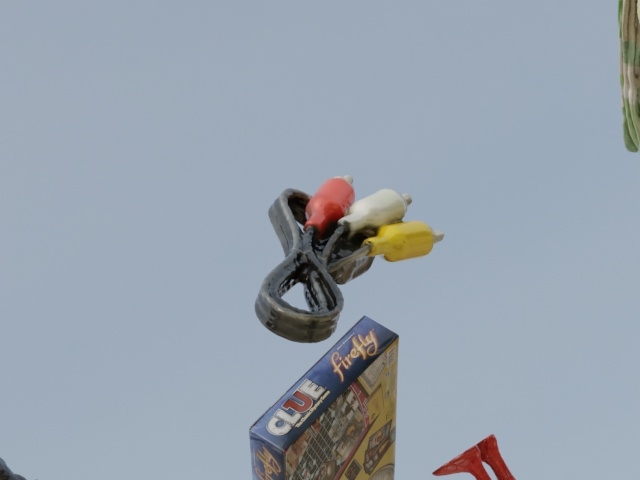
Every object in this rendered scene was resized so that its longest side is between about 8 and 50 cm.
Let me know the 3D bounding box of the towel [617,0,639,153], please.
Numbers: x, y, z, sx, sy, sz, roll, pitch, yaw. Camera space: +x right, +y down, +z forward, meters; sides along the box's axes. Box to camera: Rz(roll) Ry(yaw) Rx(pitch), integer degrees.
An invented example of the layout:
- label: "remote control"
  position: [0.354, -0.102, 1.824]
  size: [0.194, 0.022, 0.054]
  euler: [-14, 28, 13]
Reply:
- label: "towel"
  position: [0.239, -0.245, 1.297]
  size: [0.038, 0.248, 0.325]
  euler: [6, -39, 15]

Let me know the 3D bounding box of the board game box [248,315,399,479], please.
- label: "board game box"
  position: [0.006, 0.204, 1.726]
  size: [0.165, 0.042, 0.243]
  euler: [-43, -30, -32]

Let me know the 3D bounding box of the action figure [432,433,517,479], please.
- label: "action figure"
  position: [0.171, 0.329, 1.675]
  size: [0.139, 0.280, 0.091]
  euler: [-37, -10, 23]

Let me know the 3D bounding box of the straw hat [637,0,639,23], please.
- label: "straw hat"
  position: [0.144, -0.080, 0.653]
  size: [0.144, 0.061, 0.144]
  euler: [-50, -7, -8]

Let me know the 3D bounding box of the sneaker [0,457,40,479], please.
- label: "sneaker"
  position: [-0.292, 0.283, 1.534]
  size: [0.101, 0.153, 0.268]
  euler: [-26, -45, -55]

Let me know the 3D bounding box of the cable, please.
- label: "cable"
  position: [0.000, 0.000, 1.527]
  size: [0.072, 0.139, 0.287]
  euler: [-65, -13, 18]
